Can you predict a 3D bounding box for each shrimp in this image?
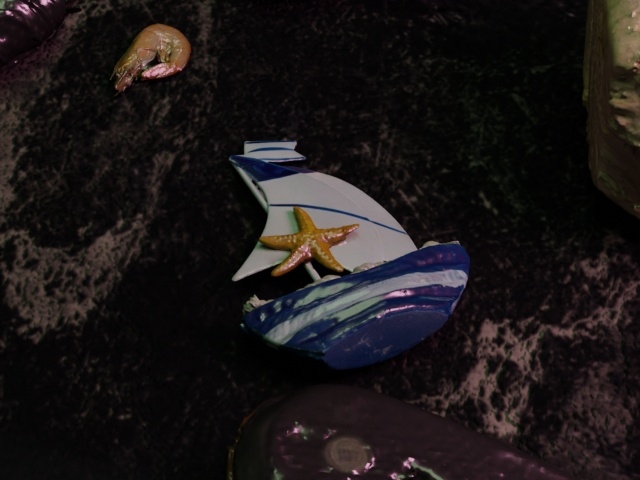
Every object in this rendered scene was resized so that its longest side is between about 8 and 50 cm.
[{"bbox_3d":[-0.163,-0.173,1.700,0.059,0.023,0.108,24,51,5],"label":"shrimp"}]

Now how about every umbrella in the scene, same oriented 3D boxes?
[{"bbox_3d":[-0.375,-0.156,1.620,0.090,0.094,0.326,27,49,37],"label":"umbrella"}]

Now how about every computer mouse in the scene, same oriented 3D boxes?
[{"bbox_3d":[0.080,0.220,1.305,0.323,0.116,0.183,23,47,5],"label":"computer mouse"}]

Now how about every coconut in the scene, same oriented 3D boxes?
[{"bbox_3d":[0.398,-0.154,1.553,0.309,0.297,0.297,1,48,3],"label":"coconut"}]

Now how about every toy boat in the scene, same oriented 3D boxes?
[{"bbox_3d":[0.000,0.000,1.551,0.220,0.067,0.291,-16,40,-19],"label":"toy boat"}]

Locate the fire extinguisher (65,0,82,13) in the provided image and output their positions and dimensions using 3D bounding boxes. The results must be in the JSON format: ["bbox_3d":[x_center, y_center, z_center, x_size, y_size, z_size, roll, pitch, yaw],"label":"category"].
[{"bbox_3d":[-0.273,-0.273,1.769,0.078,0.045,0.157,-19,47,16],"label":"fire extinguisher"}]
